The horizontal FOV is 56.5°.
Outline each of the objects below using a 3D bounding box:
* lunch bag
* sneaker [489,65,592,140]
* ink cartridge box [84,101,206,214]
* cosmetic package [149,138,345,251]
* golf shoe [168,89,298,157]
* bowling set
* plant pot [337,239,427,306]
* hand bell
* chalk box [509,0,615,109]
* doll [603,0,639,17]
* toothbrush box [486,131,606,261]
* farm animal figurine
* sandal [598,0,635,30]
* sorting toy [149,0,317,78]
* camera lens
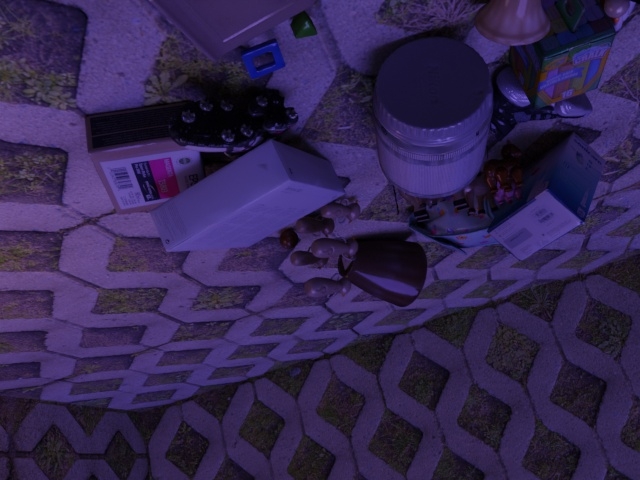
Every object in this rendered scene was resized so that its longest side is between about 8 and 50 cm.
[{"bbox_3d":[0.412,-0.050,1.750,0.262,0.160,0.223,-16,163,30],"label":"lunch bag"},{"bbox_3d":[0.459,-0.291,1.312,0.269,0.101,0.153,5,151,-27],"label":"sneaker"},{"bbox_3d":[-0.326,-0.152,1.155,0.193,0.088,0.234,-10,155,-9],"label":"ink cartridge box"},{"bbox_3d":[-0.132,-0.082,1.259,0.285,0.097,0.377,-26,173,16],"label":"cosmetic package"},{"bbox_3d":[-0.157,-0.187,1.064,0.273,0.105,0.120,-20,160,-46],"label":"golf shoe"},{"bbox_3d":[0.000,0.000,1.647,0.154,0.200,0.286,0,110,-41],"label":"bowling set"},{"bbox_3d":[0.180,0.083,1.881,0.231,0.215,0.215,15,145,-25],"label":"plant pot"},{"bbox_3d":[0.318,-0.439,0.916,0.126,0.126,0.242,-13,145,-5],"label":"hand bell"},{"bbox_3d":[0.436,-0.365,1.087,0.132,0.132,0.213,-18,155,7],"label":"chalk box"},{"bbox_3d":[0.525,-0.416,0.914,0.129,0.046,0.189,39,117,-23],"label":"doll"},{"bbox_3d":[0.589,-0.116,1.549,0.295,0.126,0.216,-49,-178,-40],"label":"toothbrush box"},{"bbox_3d":[0.330,-0.158,1.444,0.327,0.172,0.330,-13,170,-2],"label":"farm animal figurine"},{"bbox_3d":[0.500,-0.449,0.977,0.076,0.101,0.265,-22,153,17],"label":"sandal"},{"bbox_3d":[-0.126,-0.365,0.857,0.196,0.047,0.348,-27,155,15],"label":"sorting toy"},{"bbox_3d":[0.214,-0.224,1.154,0.220,0.219,0.274,-17,156,3],"label":"camera lens"}]
